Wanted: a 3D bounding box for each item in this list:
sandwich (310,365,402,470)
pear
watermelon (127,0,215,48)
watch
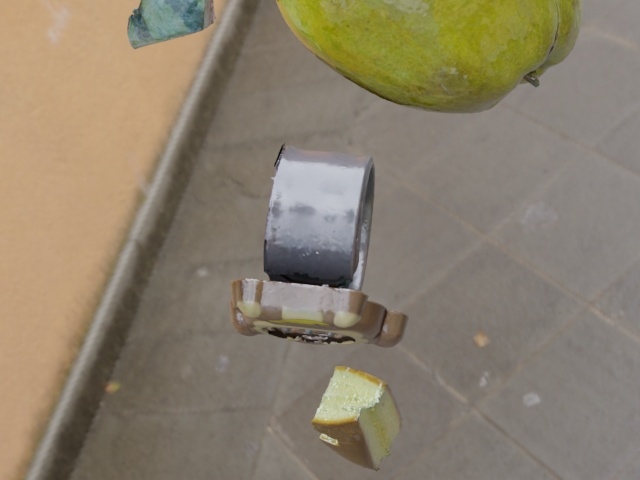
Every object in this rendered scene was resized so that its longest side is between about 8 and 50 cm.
[{"bbox_3d":[0.045,0.227,1.500,0.088,0.244,0.090,23,71,17],"label":"sandwich"},{"bbox_3d":[0.090,-0.259,1.058,0.269,0.321,0.269,-45,-2,-2],"label":"pear"},{"bbox_3d":[-0.151,-0.279,1.314,0.081,0.180,0.094,33,51,0],"label":"watermelon"},{"bbox_3d":[0.000,0.000,1.964,0.314,0.335,0.327,5,78,7],"label":"watch"}]
